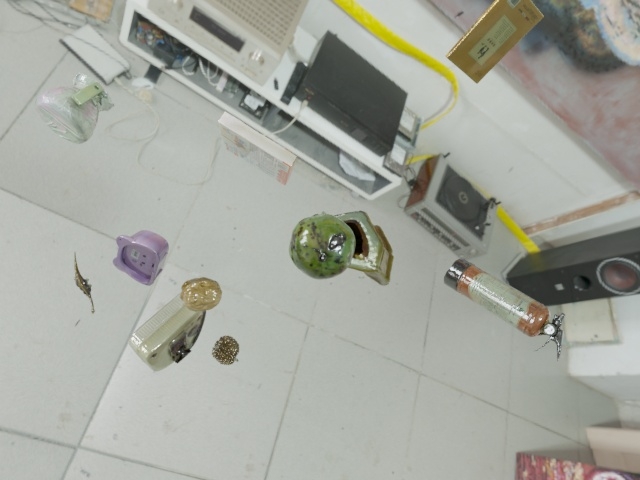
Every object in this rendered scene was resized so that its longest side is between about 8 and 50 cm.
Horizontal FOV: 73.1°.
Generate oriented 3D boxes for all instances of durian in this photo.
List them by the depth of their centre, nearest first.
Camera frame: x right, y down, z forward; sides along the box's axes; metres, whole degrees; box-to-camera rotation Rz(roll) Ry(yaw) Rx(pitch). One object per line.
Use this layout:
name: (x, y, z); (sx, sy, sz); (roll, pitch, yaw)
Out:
durian: (-0.264, 0.314, 1.230); (0.091, 0.080, 0.080); (30, 53, 20)

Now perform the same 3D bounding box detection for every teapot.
teapot: (-0.274, -0.155, 0.491); (0.064, 0.083, 0.064); (45, 54, -27)

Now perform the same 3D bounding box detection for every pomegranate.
pomegranate: (0.000, 0.000, 0.791); (0.122, 0.122, 0.162); (25, 28, -23)

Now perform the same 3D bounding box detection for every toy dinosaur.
toy dinosaur: (-0.679, 0.122, 1.236); (0.037, 0.058, 0.181); (-28, 99, -30)

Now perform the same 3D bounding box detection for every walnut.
walnut: (-0.283, 0.127, 1.019); (0.096, 0.083, 0.079); (-5, 41, -27)

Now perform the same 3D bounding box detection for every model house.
model house: (0.140, 0.044, 1.378); (0.239, 0.173, 0.268); (40, 25, -51)

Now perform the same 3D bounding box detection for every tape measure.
tape measure: (-0.484, 0.311, 1.458); (0.132, 0.232, 0.271); (35, 62, 15)

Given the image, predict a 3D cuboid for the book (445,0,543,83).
book: (0.353, -0.415, 0.879); (0.118, 0.172, 0.012); (19, 39, -37)

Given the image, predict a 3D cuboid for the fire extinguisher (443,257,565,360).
fire extinguisher: (0.255, 0.090, 0.596); (0.050, 0.177, 0.062); (23, 101, -52)

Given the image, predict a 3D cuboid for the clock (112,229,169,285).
clock: (-0.425, 0.034, 1.024); (0.110, 0.153, 0.050); (29, 44, -7)

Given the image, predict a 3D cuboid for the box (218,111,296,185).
box: (-0.212, -0.298, 1.453); (0.264, 0.273, 0.048); (31, 82, -5)
